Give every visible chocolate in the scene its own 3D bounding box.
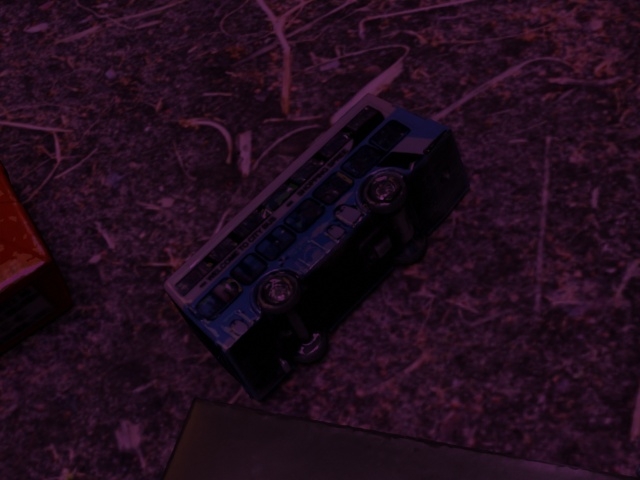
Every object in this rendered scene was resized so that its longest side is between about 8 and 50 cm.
[{"bbox_3d":[-0.395,0.035,1.357,0.237,0.108,0.235,-33,51,-7],"label":"chocolate"}]

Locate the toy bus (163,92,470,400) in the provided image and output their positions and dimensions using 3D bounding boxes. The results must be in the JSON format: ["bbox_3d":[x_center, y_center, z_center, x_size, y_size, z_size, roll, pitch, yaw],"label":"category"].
[{"bbox_3d":[0.000,0.000,1.240,0.297,0.106,0.131,-43,51,-14],"label":"toy bus"}]

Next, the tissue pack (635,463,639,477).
[{"bbox_3d":[0.380,0.115,1.026,0.177,0.089,0.263,19,64,32],"label":"tissue pack"}]

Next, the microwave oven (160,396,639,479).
[{"bbox_3d":[0.087,0.315,0.896,0.432,0.236,0.374,7,59,24],"label":"microwave oven"}]
